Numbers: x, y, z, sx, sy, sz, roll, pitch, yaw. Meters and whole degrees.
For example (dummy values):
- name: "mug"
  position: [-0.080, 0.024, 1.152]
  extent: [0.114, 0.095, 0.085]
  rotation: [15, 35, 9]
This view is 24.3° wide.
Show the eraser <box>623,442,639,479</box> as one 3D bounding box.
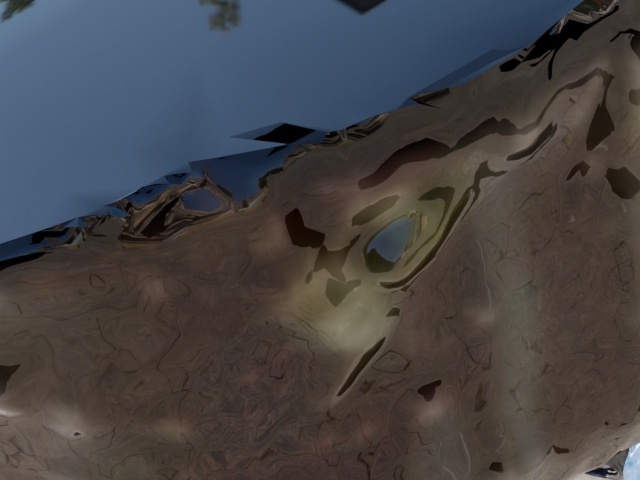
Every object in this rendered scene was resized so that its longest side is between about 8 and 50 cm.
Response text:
- name: "eraser"
  position: [0.290, 0.086, 0.850]
  extent: [0.312, 0.043, 0.144]
  rotation: [-41, 41, 44]

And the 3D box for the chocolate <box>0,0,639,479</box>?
- name: "chocolate"
  position: [0.000, 0.000, 0.477]
  extent: [0.340, 0.210, 0.225]
  rotation: [-26, 34, -13]

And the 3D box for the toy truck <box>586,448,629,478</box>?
- name: "toy truck"
  position: [0.118, 0.040, 0.682]
  extent: [0.253, 0.124, 0.114]
  rotation: [-11, 55, 60]
